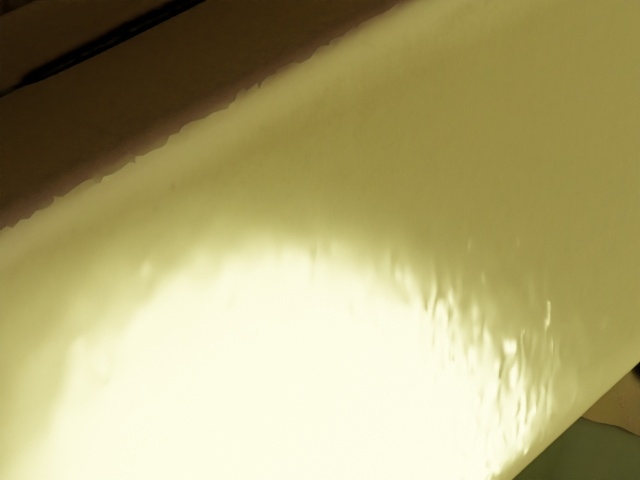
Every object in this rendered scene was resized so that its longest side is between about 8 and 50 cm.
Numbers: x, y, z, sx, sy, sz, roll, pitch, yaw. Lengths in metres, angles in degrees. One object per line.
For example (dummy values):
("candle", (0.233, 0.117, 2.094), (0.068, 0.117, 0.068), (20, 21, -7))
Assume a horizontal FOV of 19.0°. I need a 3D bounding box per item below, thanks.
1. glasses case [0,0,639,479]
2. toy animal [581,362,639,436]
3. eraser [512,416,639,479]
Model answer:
("glasses case", (0.000, 0.000, 0.438), (0.336, 0.076, 0.144), (-33, 128, -44))
("toy animal", (0.184, 0.170, 1.138), (0.187, 0.165, 0.235), (-166, -89, -85))
("eraser", (0.038, 0.213, 0.546), (0.189, 0.104, 0.290), (85, 26, -42))
